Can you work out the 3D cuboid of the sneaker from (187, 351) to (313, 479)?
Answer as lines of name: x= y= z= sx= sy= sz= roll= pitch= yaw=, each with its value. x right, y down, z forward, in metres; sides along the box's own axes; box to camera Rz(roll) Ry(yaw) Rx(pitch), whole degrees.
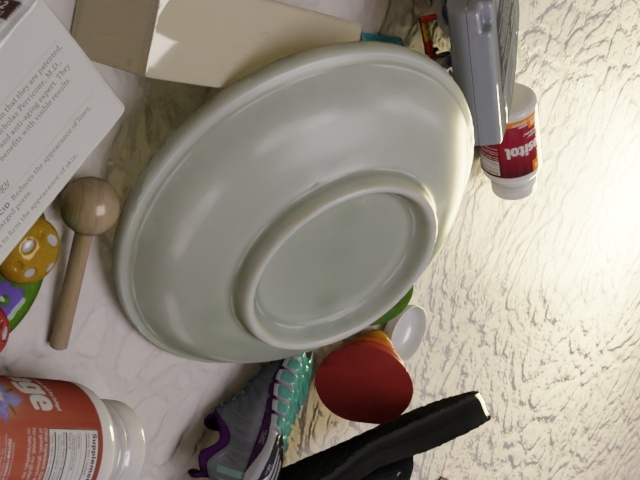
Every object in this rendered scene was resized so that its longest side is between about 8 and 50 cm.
sneaker: x=-0.074 y=0.178 z=1.224 sx=0.223 sy=0.098 sz=0.083 roll=-69 pitch=164 yaw=-45

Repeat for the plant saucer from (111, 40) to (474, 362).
plant saucer: x=0.000 y=0.000 z=1.064 sx=0.400 sy=0.100 sz=0.400 roll=-21 pitch=141 yaw=-18

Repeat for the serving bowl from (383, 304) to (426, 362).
serving bowl: x=0.109 y=0.123 z=1.469 sx=0.083 sy=0.027 sz=0.083 roll=-29 pitch=129 yaw=-43

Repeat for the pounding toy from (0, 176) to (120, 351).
pounding toy: x=-0.250 y=0.030 z=0.876 sx=0.237 sy=0.110 sz=0.183 roll=2 pitch=105 yaw=-53

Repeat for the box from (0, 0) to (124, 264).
box: x=-0.267 y=-0.081 z=0.735 sx=0.182 sy=0.181 sz=0.119 roll=-55 pitch=142 yaw=-19

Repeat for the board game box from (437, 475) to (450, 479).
board game box: x=0.185 y=0.482 z=1.736 sx=0.141 sy=0.048 sz=0.170 roll=-48 pitch=139 yaw=-30

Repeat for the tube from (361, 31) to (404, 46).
tube: x=0.094 y=-0.137 z=1.249 sx=0.080 sy=0.052 sz=0.207 roll=-4 pitch=78 yaw=-56

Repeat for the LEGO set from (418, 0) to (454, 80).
LEGO set: x=0.155 y=-0.214 z=1.266 sx=0.182 sy=0.060 sz=0.244 roll=44 pitch=48 yaw=-52

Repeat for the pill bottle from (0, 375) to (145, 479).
pill bottle: x=-0.256 y=0.177 z=0.934 sx=0.216 sy=0.121 sz=0.121 roll=16 pitch=94 yaw=-55

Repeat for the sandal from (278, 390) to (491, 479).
sandal: x=0.036 y=0.296 z=1.274 sx=0.446 sy=0.167 sz=0.107 roll=-18 pitch=85 yaw=-32

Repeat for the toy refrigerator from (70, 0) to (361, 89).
toy refrigerator: x=-0.088 y=-0.181 z=0.992 sx=0.269 sy=0.102 sz=0.094 roll=-2 pitch=108 yaw=-53

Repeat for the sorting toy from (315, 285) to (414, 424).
sorting toy: x=0.058 y=0.042 z=1.328 sx=0.126 sy=0.127 sz=0.365 roll=-67 pitch=156 yaw=-61

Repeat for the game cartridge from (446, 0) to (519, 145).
game cartridge: x=0.195 y=-0.253 z=1.276 sx=0.297 sy=0.062 sz=0.198 roll=-72 pitch=160 yaw=-48

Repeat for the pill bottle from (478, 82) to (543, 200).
pill bottle: x=0.259 y=-0.132 z=1.488 sx=0.086 sy=0.086 sz=0.152 roll=-45 pitch=139 yaw=-30
